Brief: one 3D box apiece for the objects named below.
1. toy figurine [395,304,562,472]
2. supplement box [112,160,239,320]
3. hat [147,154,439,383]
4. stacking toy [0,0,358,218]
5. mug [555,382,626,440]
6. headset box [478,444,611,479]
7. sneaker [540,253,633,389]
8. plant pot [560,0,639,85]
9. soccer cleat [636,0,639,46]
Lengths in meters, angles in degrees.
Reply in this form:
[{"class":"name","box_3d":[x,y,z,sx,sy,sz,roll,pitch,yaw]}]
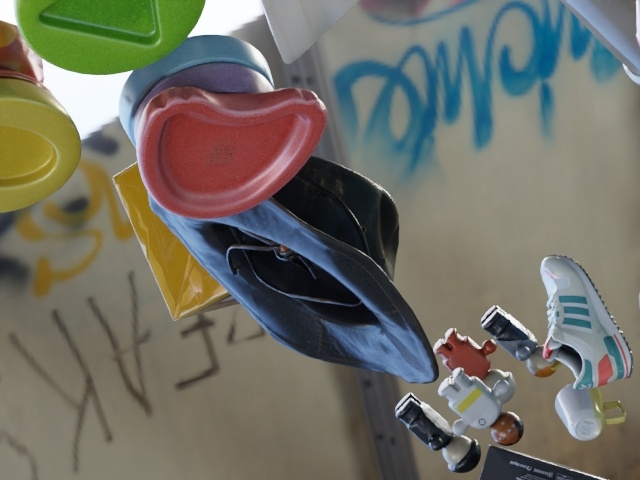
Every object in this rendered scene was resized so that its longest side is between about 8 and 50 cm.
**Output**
[{"class":"toy figurine","box_3d":[0.239,0.223,1.918,0.213,0.148,0.209,-54,-171,-35]},{"class":"supplement box","box_3d":[-0.116,-0.026,1.587,0.129,0.191,0.194,-28,171,28]},{"class":"hat","box_3d":[0.000,0.000,1.264,0.331,0.331,0.134,11,-120,42]},{"class":"stacking toy","box_3d":[-0.139,-0.152,0.984,0.309,0.279,0.130,4,-134,-32]},{"class":"mug","box_3d":[0.341,0.218,1.651,0.078,0.062,0.064,-33,-160,14]},{"class":"headset box","box_3d":[0.369,0.391,1.897,0.218,0.110,0.293,13,172,32]},{"class":"sneaker","box_3d":[0.259,0.086,1.363,0.075,0.057,0.161,-20,-120,-12]},{"class":"plant pot","box_3d":[0.515,-0.417,2.038,0.280,0.323,0.323,23,-163,-20]},{"class":"soccer cleat","box_3d":[0.457,-0.259,1.449,0.248,0.095,0.083,-22,-169,-21]}]
